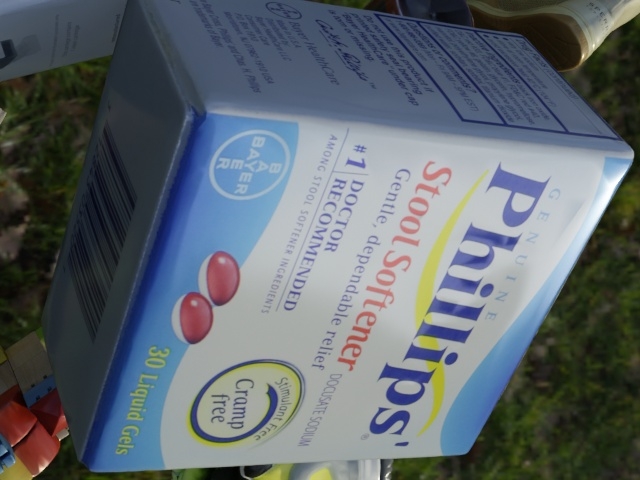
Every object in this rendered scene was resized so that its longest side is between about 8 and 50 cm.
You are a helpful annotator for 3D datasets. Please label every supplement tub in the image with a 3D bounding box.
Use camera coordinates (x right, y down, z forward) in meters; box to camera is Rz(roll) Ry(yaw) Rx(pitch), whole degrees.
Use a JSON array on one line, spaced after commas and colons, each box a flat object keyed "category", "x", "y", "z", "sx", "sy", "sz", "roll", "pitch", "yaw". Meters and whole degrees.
[{"category": "supplement tub", "x": 0.065, "y": -0.194, "z": 1.216, "sx": 0.106, "sy": 0.198, "sz": 0.106, "roll": 15, "pitch": 61, "yaw": -29}]

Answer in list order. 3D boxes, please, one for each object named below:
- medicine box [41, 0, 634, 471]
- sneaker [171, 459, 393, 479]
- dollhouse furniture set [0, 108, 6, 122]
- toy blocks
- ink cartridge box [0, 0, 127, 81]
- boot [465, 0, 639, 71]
[{"category": "medicine box", "x": 0.000, "y": 0.000, "z": 0.728, "sx": 0.289, "sy": 0.263, "sz": 0.149, "roll": 3, "pitch": 36, "yaw": -28}, {"category": "sneaker", "x": -0.090, "y": 0.231, "z": 1.100, "sx": 0.147, "sy": 0.385, "sz": 0.145, "roll": 8, "pitch": 56, "yaw": -31}, {"category": "dollhouse furniture set", "x": -0.596, "y": -0.060, "z": 1.528, "sx": 0.174, "sy": 0.303, "sz": 0.355, "roll": 33, "pitch": 74, "yaw": -23}, {"category": "toy blocks", "x": -0.432, "y": 0.264, "z": 1.422, "sx": 0.381, "sy": 0.261, "sz": 0.191, "roll": -35, "pitch": 111, "yaw": -11}, {"category": "ink cartridge box", "x": -0.242, "y": -0.176, "z": 0.708, "sx": 0.218, "sy": 0.092, "sz": 0.158, "roll": -18, "pitch": 74, "yaw": -24}, {"category": "boot", "x": 0.284, "y": -0.282, "z": 1.326, "sx": 0.203, "sy": 0.262, "sz": 0.095, "roll": -37, "pitch": 111, "yaw": -15}]
